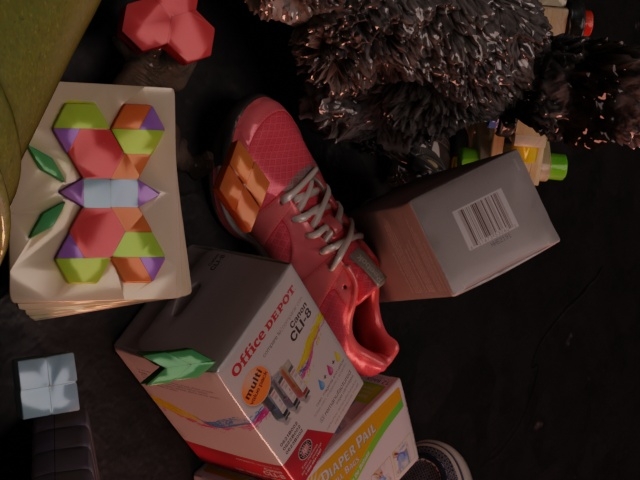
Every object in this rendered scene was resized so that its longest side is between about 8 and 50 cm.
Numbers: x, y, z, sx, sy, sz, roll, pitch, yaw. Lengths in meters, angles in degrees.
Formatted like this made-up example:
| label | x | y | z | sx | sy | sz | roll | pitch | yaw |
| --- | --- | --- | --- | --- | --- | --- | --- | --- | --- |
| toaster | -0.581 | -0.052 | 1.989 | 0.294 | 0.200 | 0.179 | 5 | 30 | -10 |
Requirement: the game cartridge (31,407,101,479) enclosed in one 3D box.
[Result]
| label | x | y | z | sx | sy | sz | roll | pitch | yaw |
| --- | --- | --- | --- | --- | --- | --- | --- | --- | --- |
| game cartridge | -0.176 | 0.333 | 1.004 | 0.068 | 0.230 | 0.355 | -11 | 109 | -13 |

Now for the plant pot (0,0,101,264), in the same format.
| label | x | y | z | sx | sy | sz | roll | pitch | yaw |
| --- | --- | --- | --- | --- | --- | --- | --- | --- | --- |
| plant pot | -0.254 | -0.141 | 0.787 | 0.276 | 0.276 | 0.254 | 64 | 38 | -37 |

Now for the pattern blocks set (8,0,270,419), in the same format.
| label | x | y | z | sx | sy | sz | roll | pitch | yaw |
| --- | --- | --- | --- | --- | --- | --- | --- | --- | --- |
| pattern blocks set | -0.170 | -0.036 | 0.993 | 0.285 | 0.026 | 0.324 | -18 | 98 | -28 |

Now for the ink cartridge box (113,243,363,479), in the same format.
| label | x | y | z | sx | sy | sz | roll | pitch | yaw |
| --- | --- | --- | --- | --- | --- | --- | --- | --- | --- |
| ink cartridge box | -0.070 | 0.112 | 1.157 | 0.128 | 0.127 | 0.176 | -56 | 135 | -28 |

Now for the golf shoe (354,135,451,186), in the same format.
| label | x | y | z | sx | sy | sz | roll | pitch | yaw |
| --- | --- | --- | --- | --- | --- | --- | --- | --- | --- |
| golf shoe | 0.085 | -0.127 | 1.366 | 0.198 | 0.077 | 0.093 | 54 | 44 | -51 |

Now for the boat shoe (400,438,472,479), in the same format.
| label | x | y | z | sx | sy | sz | roll | pitch | yaw |
| --- | --- | --- | --- | --- | --- | --- | --- | --- | --- |
| boat shoe | 0.061 | 0.370 | 1.374 | 0.158 | 0.127 | 0.340 | 34 | 71 | -58 |

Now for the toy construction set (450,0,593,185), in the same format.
| label | x | y | z | sx | sy | sz | roll | pitch | yaw |
| --- | --- | --- | --- | --- | --- | --- | --- | --- | --- |
| toy construction set | 0.205 | -0.197 | 1.403 | 0.215 | 0.151 | 0.327 | -99 | 180 | -69 |

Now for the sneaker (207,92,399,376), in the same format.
| label | x | y | z | sx | sy | sz | roll | pitch | yaw |
| --- | --- | --- | --- | --- | --- | --- | --- | --- | --- |
| sneaker | 0.000 | 0.000 | 1.218 | 0.116 | 0.136 | 0.313 | -46 | 130 | -39 |

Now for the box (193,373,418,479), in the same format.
| label | x | y | z | sx | sy | sz | roll | pitch | yaw |
| --- | --- | --- | --- | --- | --- | --- | --- | --- | --- |
| box | -0.010 | 0.222 | 1.268 | 0.203 | 0.114 | 0.103 | -39 | 126 | -40 |

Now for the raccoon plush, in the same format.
| label | x | y | z | sx | sy | sz | roll | pitch | yaw |
| --- | --- | --- | --- | --- | --- | --- | --- | --- | --- |
| raccoon plush | 0.122 | -0.237 | 1.109 | 0.299 | 0.447 | 0.216 | 64 | 28 | -63 |

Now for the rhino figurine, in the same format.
| label | x | y | z | sx | sy | sz | roll | pitch | yaw |
| --- | --- | --- | --- | --- | --- | --- | --- | --- | --- |
| rhino figurine | -0.144 | -0.079 | 1.067 | 0.106 | 0.073 | 0.243 | 18 | 80 | -48 |

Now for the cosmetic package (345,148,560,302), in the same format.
| label | x | y | z | sx | sy | sz | roll | pitch | yaw |
| --- | --- | --- | --- | --- | --- | --- | --- | --- | --- |
| cosmetic package | 0.108 | -0.008 | 1.246 | 0.127 | 0.238 | 0.107 | -27 | 92 | -17 |
